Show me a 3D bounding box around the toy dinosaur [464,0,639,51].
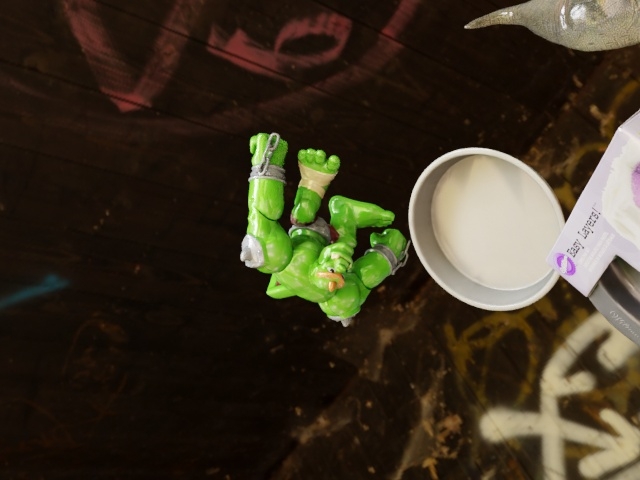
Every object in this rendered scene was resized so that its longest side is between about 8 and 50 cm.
[{"bbox_3d":[0.274,-0.234,0.670,0.313,0.160,0.121,-14,-19,19],"label":"toy dinosaur"}]

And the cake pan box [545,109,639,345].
[{"bbox_3d":[0.387,0.020,0.831,0.070,0.246,0.267,-34,-24,-23],"label":"cake pan box"}]

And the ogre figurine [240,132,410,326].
[{"bbox_3d":[0.000,0.000,0.711,0.197,0.097,0.118,48,-124,-50],"label":"ogre figurine"}]

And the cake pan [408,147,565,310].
[{"bbox_3d":[0.290,-0.023,1.328,0.054,0.293,0.293,-30,-33,-46],"label":"cake pan"}]
